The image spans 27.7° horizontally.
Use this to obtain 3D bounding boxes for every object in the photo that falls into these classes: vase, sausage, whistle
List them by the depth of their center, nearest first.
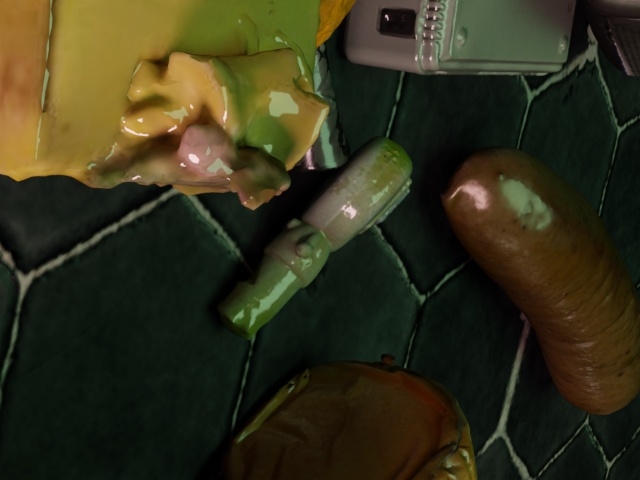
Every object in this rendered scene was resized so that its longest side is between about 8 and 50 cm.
[{"bbox_3d":[-0.012,-0.136,0.952,0.059,0.059,0.167,-36,130,-44],"label":"vase"},{"bbox_3d":[0.000,0.000,1.001,0.198,0.057,0.104,-49,-176,-19],"label":"whistle"},{"bbox_3d":[0.252,0.040,1.355,0.136,0.123,0.501,-39,141,0],"label":"sausage"}]

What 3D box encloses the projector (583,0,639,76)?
[{"bbox_3d":[0.374,-0.353,1.158,0.405,0.242,0.395,4,88,-74],"label":"projector"}]

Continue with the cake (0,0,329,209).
[{"bbox_3d":[-0.106,-0.145,0.601,0.222,0.286,0.227,-12,112,-54],"label":"cake"}]

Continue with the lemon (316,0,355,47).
[{"bbox_3d":[-0.038,-0.185,0.819,0.187,0.142,0.142,-52,140,-28],"label":"lemon"}]

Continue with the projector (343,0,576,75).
[{"bbox_3d":[0.134,-0.236,1.091,0.257,0.099,0.192,-9,109,-55],"label":"projector"}]

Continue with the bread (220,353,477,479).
[{"bbox_3d":[0.026,0.191,1.025,0.199,0.199,0.104,-46,139,-36],"label":"bread"}]
